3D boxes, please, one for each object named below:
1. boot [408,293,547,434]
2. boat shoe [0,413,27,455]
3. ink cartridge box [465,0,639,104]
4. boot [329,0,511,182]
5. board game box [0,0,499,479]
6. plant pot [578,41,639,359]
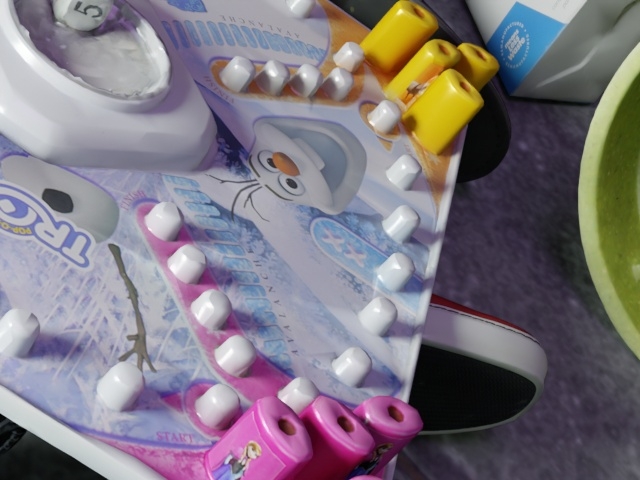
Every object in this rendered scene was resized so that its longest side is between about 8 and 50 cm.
[{"bbox_3d":[0.000,0.000,0.771,0.244,0.088,0.176,15,46,-16],"label":"boot"},{"bbox_3d":[-0.202,0.132,0.513,0.105,0.113,0.306,50,48,9],"label":"boat shoe"},{"bbox_3d":[0.149,-0.223,1.014,0.078,0.134,0.231,1,53,-31],"label":"ink cartridge box"},{"bbox_3d":[0.043,-0.177,0.946,0.263,0.091,0.229,46,33,-6],"label":"boot"},{"bbox_3d":[-0.100,-0.088,0.648,0.390,0.050,0.390,34,33,-11],"label":"board game box"},{"bbox_3d":[0.333,-0.043,0.908,0.276,0.276,0.254,47,34,11],"label":"plant pot"}]
